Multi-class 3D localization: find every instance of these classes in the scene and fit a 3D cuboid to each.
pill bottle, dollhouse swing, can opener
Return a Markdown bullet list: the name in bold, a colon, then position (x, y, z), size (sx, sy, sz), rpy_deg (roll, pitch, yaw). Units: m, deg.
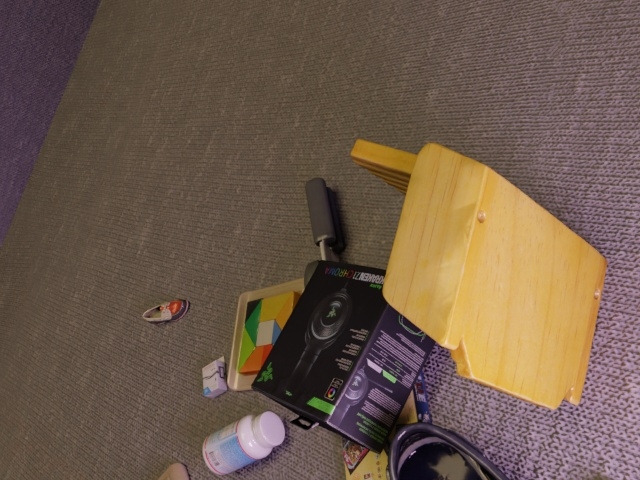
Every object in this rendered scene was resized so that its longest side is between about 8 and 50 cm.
- **pill bottle**: position (-0.148, 0.390, 1.446), size (0.160, 0.087, 0.087), rpy_deg (-32, 50, 31)
- **dollhouse swing**: position (0.187, 0.041, 1.082), size (0.304, 0.346, 0.315), rpy_deg (4, 73, 46)
- **can opener**: position (0.000, 0.000, 1.492), size (0.093, 0.074, 0.281), rpy_deg (-17, 55, 17)

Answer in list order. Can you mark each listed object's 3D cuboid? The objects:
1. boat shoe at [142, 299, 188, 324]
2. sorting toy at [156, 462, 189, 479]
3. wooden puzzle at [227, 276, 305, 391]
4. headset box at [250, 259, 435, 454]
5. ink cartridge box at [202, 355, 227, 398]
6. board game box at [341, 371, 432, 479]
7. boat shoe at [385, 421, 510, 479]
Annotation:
- **boat shoe**: position (-0.379, 0.173, 1.825), size (0.137, 0.043, 0.049), rpy_deg (-22, 54, 35)
- **sorting toy**: position (-0.316, 0.647, 1.531), size (0.229, 0.041, 0.307), rpy_deg (-46, 44, 13)
- **wooden puzzle**: position (-0.100, 0.191, 1.530), size (0.238, 0.044, 0.221), rpy_deg (-14, 61, 41)
- **headset box**: position (0.041, 0.193, 1.258), size (0.246, 0.131, 0.283), rpy_deg (8, 65, 56)
- **ink cartridge box**: position (-0.232, 0.294, 1.624), size (0.048, 0.028, 0.083), rpy_deg (-34, 49, 29)
- **board game box**: position (0.111, 0.337, 1.243), size (0.165, 0.042, 0.243), rpy_deg (-29, 52, 33)
- **boat shoe**: position (0.239, 0.426, 0.946), size (0.186, 0.156, 0.500), rpy_deg (-35, 46, -5)
